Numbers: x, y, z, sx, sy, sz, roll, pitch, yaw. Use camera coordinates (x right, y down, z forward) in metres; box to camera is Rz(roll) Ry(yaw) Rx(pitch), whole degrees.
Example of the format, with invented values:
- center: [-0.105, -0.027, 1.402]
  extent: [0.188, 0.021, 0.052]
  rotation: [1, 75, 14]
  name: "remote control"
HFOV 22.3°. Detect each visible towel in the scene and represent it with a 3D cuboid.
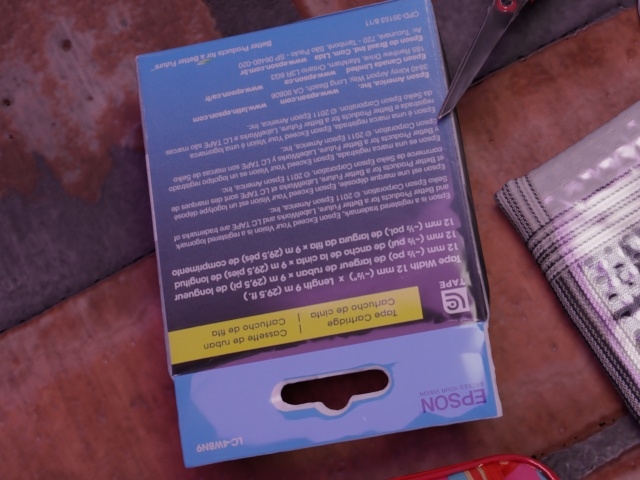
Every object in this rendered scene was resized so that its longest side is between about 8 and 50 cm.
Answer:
- center: [0.349, 0.003, 1.264]
  extent: [0.324, 0.056, 0.312]
  rotation: [-30, 69, -1]
  name: "towel"

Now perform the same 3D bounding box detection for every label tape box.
- center: [0.000, 0.000, 1.302]
  extent: [0.249, 0.115, 0.347]
  rotation: [-11, 73, 7]
  name: "label tape box"

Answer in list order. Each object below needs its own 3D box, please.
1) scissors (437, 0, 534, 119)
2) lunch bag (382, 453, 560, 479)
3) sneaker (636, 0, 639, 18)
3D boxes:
- center: [0.151, -0.205, 1.333]
  extent: [0.109, 0.021, 0.297]
  rotation: [36, 61, 20]
  name: "scissors"
- center: [0.115, 0.302, 1.123]
  extent: [0.258, 0.120, 0.293]
  rotation: [-10, 62, -16]
  name: "lunch bag"
- center: [0.300, -0.247, 1.341]
  extent: [0.080, 0.081, 0.211]
  rotation: [-3, 72, 9]
  name: "sneaker"
